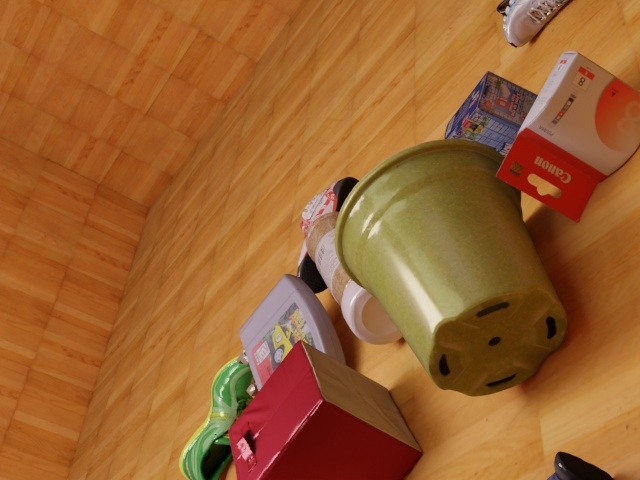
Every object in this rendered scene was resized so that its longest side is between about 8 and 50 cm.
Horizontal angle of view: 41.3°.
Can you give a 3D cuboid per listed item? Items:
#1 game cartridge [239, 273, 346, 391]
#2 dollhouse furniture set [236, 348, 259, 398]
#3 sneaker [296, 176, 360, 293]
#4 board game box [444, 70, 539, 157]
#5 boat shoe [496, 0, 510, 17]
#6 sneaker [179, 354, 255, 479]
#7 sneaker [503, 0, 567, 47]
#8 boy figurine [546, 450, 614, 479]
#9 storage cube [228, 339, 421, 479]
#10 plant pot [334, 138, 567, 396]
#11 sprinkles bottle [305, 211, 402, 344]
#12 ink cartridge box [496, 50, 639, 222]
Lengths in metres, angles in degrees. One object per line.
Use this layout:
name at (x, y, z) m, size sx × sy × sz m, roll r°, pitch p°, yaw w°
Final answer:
game cartridge at (-0.048, 0.212, 1.557) m, size 0.196 × 0.060 × 0.294 m, roll -48°, pitch 46°, yaw 25°
dollhouse furniture set at (-0.072, 0.263, 1.721) m, size 0.151 × 0.123 × 0.144 m, roll 39°, pitch 104°, yaw 33°
sneaker at (0.001, 0.000, 1.778) m, size 0.145 × 0.090 × 0.270 m, roll -23°, pitch 41°, yaw 61°
board game box at (0.287, -0.143, 1.187) m, size 0.194 × 0.194 × 0.060 m, roll 118°, pitch 171°, yaw -76°
boat shoe at (0.365, -0.435, 1.508) m, size 0.125 × 0.038 × 0.046 m, roll -29°, pitch 40°, yaw 56°
sneaker at (-0.189, 0.383, 1.778) m, size 0.123 × 0.109 × 0.295 m, roll 23°, pitch 89°, yaw 54°
sneaker at (0.377, -0.403, 1.406) m, size 0.190 × 0.071 × 0.083 m, roll -58°, pitch 27°, yaw 14°
boy figurine at (0.203, 0.360, 0.877) m, size 0.285 × 0.092 × 0.177 m, roll -57°, pitch 22°, yaw 17°
storage cube at (0.000, 0.299, 1.263) m, size 0.193 × 0.215 × 0.183 m, roll -53°, pitch 22°, yaw 10°
plant pot at (0.183, 0.051, 1.103) m, size 0.276 × 0.276 × 0.254 m, roll -53°, pitch 35°, yaw 25°
sprinkles bottle at (0.065, 0.056, 1.514) m, size 0.121 × 0.121 × 0.355 m, roll -59°, pitch 21°, yaw 11°
ink cartridge box at (0.328, -0.128, 1.082) m, size 0.179 × 0.145 × 0.045 m, roll -63°, pitch 19°, yaw 2°
